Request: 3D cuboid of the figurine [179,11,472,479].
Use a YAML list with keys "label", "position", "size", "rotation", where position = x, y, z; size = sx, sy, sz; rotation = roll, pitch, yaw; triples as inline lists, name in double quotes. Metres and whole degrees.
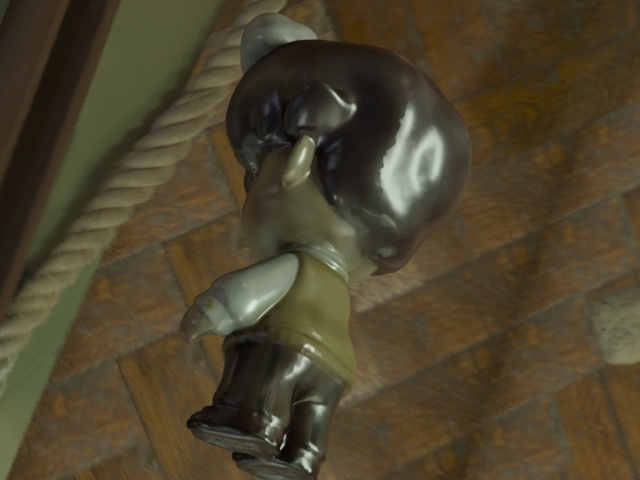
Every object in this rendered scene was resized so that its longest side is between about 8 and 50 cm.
- label: "figurine"
  position: [-0.015, 0.006, 1.002]
  size: [0.218, 0.206, 0.365]
  rotation: [39, 69, -34]
